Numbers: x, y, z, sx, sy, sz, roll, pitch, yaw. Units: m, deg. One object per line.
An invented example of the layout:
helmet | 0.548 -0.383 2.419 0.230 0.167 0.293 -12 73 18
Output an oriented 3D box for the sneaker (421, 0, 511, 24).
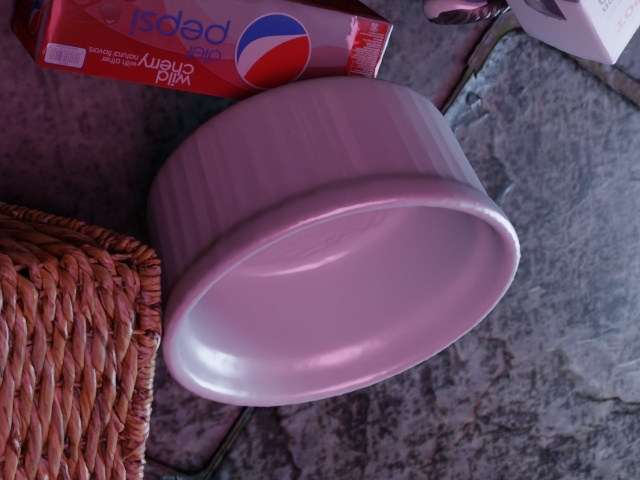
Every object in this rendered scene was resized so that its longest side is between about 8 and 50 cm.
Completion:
sneaker | 0.159 -0.245 1.169 0.211 0.080 0.081 -38 117 -15

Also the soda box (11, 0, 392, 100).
soda box | -0.087 -0.159 1.083 0.263 0.092 0.083 8 110 -27

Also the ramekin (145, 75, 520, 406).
ramekin | 0.000 0.000 1.113 0.277 0.135 0.277 -14 149 -9

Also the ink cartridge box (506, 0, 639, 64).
ink cartridge box | 0.184 -0.251 1.036 0.159 0.092 0.218 -56 145 -6

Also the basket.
basket | -0.267 0.120 1.070 0.223 0.213 0.299 -7 112 -35
